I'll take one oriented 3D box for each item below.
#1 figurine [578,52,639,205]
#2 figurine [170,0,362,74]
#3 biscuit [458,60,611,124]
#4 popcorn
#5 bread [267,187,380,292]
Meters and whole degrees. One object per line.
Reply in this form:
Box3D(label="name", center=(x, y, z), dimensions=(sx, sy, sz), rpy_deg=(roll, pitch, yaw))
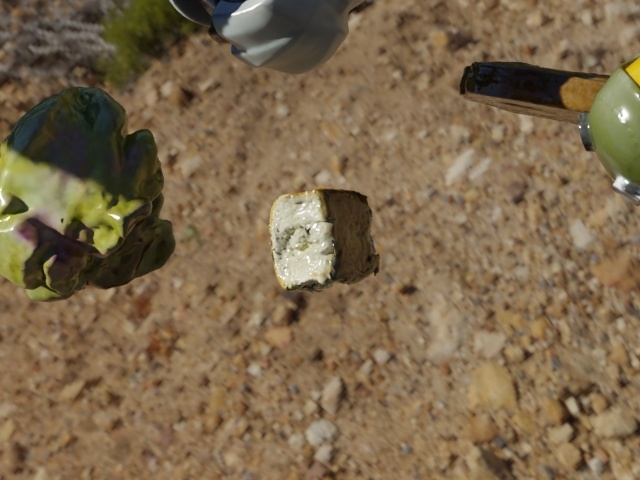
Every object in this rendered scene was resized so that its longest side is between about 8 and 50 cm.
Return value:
Box3D(label="figurine", center=(0.238, -0.108, 0.887), dimensions=(0.141, 0.250, 0.166), rpy_deg=(-30, 70, -1))
Box3D(label="figurine", center=(-0.047, -0.251, 1.270), dimensions=(0.236, 0.133, 0.176), rpy_deg=(36, 105, 58))
Box3D(label="biscuit", center=(0.266, -0.139, 1.354), dimensions=(0.257, 0.273, 0.049), rpy_deg=(12, 93, 12))
Box3D(label="popcorn", center=(-0.120, -0.025, 0.693), dimensions=(0.089, 0.109, 0.097), rpy_deg=(0, 25, 8))
Box3D(label="bread", center=(-0.002, 0.000, 1.108), dimensions=(0.077, 0.070, 0.083), rpy_deg=(-10, 84, 38))
